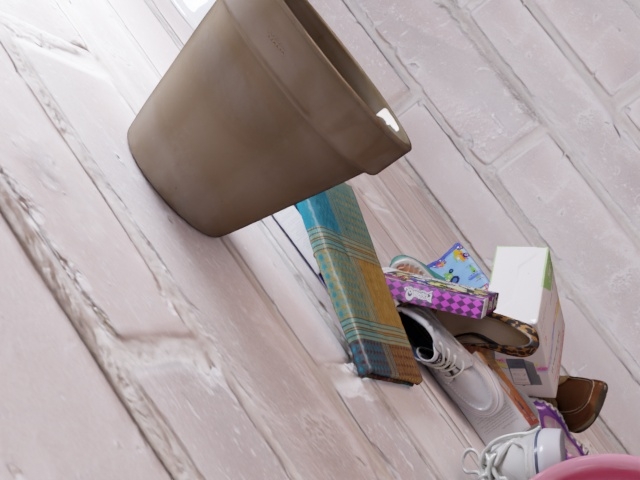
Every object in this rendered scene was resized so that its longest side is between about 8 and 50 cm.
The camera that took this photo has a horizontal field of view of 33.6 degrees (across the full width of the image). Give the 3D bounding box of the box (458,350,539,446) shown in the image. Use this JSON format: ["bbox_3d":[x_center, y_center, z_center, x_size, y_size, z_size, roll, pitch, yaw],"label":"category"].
[{"bbox_3d":[0.321,0.304,2.009,0.170,0.091,0.130,55,12,15],"label":"box"}]

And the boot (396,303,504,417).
[{"bbox_3d":[0.219,0.220,1.913,0.258,0.095,0.123,47,16,17],"label":"boot"}]

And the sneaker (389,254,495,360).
[{"bbox_3d":[0.255,0.145,2.191,0.302,0.108,0.121,51,14,-5],"label":"sneaker"}]

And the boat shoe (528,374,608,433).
[{"bbox_3d":[0.532,0.364,2.405,0.120,0.123,0.324,25,-19,-7],"label":"boat shoe"}]

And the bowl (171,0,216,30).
[{"bbox_3d":[-0.219,-0.529,2.347,0.298,0.134,0.298,49,13,-15],"label":"bowl"}]

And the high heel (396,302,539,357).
[{"bbox_3d":[0.283,0.159,2.025,0.261,0.093,0.186,16,-5,-7],"label":"high heel"}]

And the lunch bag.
[{"bbox_3d":[0.372,0.186,2.519,0.293,0.138,0.221,54,5,-43],"label":"lunch bag"}]

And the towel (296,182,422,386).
[{"bbox_3d":[0.050,0.053,1.695,0.271,0.040,0.370,25,43,-64],"label":"towel"}]

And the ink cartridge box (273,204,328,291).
[{"bbox_3d":[0.000,0.000,1.812,0.208,0.045,0.206,55,12,8],"label":"ink cartridge box"}]

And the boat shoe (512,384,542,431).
[{"bbox_3d":[0.399,0.396,2.091,0.076,0.083,0.226,109,-30,-48],"label":"boat shoe"}]

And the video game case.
[{"bbox_3d":[0.204,0.095,1.969,0.232,0.042,0.210,13,5,16],"label":"video game case"}]

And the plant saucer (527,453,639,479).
[{"bbox_3d":[0.355,0.425,1.268,0.332,0.332,0.084,59,-9,30],"label":"plant saucer"}]

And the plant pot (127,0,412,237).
[{"bbox_3d":[-0.085,-0.159,1.375,0.323,0.280,0.323,49,11,-13],"label":"plant pot"}]

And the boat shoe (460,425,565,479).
[{"bbox_3d":[0.295,0.357,1.632,0.367,0.156,0.136,53,36,-75],"label":"boat shoe"}]

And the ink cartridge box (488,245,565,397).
[{"bbox_3d":[0.453,0.200,2.304,0.353,0.119,0.207,66,33,-46],"label":"ink cartridge box"}]

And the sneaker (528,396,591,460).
[{"bbox_3d":[0.500,0.443,2.305,0.236,0.095,0.104,46,30,-12],"label":"sneaker"}]
